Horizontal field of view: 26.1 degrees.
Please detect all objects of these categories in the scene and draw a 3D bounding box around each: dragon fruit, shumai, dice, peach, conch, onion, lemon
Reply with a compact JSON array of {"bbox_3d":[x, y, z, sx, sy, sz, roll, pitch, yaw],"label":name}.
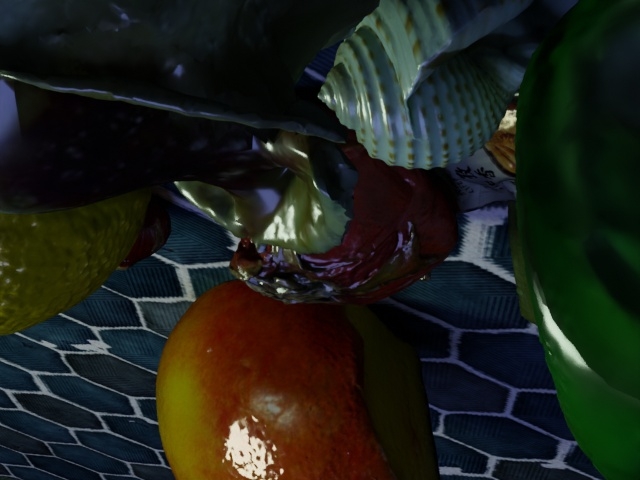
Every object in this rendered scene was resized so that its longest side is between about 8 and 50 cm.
[{"bbox_3d":[-0.003,-0.003,1.214,0.218,0.148,0.224,27,157,12],"label":"dragon fruit"},{"bbox_3d":[-0.107,-0.172,0.721,0.395,0.348,0.395,18,158,8],"label":"shumai"},{"bbox_3d":[0.296,-0.002,0.829,0.300,0.297,0.287,-13,152,21],"label":"dice"},{"bbox_3d":[-0.035,0.216,1.601,0.380,0.306,0.242,5,162,36],"label":"peach"},{"bbox_3d":[0.089,-0.141,0.924,0.131,0.200,0.172,44,156,29],"label":"conch"},{"bbox_3d":[-0.210,-0.019,1.442,0.107,0.097,0.107,-1,-163,0],"label":"onion"},{"bbox_3d":[-0.277,-0.050,1.184,0.268,0.268,0.322,7,-164,19],"label":"lemon"}]

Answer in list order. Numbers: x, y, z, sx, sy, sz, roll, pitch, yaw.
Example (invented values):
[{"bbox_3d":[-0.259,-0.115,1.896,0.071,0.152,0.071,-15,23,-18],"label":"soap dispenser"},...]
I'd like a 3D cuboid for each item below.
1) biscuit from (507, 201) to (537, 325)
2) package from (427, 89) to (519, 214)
[{"bbox_3d":[0.227,0.016,1.303,0.099,0.038,0.322,12,157,16],"label":"biscuit"},{"bbox_3d":[0.159,-0.073,1.128,0.239,0.030,0.154,4,136,39],"label":"package"}]
